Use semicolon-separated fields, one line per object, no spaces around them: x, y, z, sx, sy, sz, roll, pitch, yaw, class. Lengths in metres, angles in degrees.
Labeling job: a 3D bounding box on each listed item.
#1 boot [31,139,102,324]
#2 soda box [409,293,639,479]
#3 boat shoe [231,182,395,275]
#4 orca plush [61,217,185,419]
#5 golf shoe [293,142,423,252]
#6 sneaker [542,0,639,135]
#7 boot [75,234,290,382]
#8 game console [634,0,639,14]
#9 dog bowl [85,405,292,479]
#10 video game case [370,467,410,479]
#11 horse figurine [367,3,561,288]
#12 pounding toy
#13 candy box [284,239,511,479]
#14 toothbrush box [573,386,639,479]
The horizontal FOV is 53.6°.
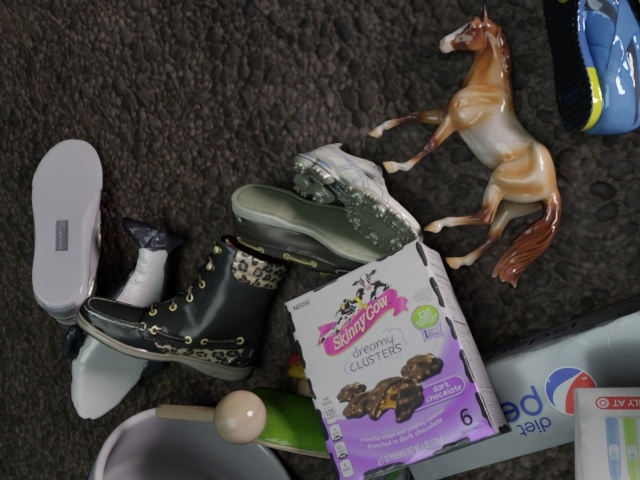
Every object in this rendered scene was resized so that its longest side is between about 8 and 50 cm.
-0.365;-0.008;0.917;0.095;0.123;0.258;5;67;-13;boot
0.213;0.157;0.655;0.286;0.091;0.098;-28;83;27;soda box
0.000;0.000;0.749;0.227;0.081;0.069;21;130;15;boat shoe
-0.291;0.102;0.894;0.102;0.151;0.287;34;118;52;orca plush
0.054;-0.057;0.705;0.176;0.086;0.069;38;145;21;golf shoe
0.267;-0.202;0.600;0.082;0.069;0.209;-4;85;-9;sneaker
-0.168;0.067;0.800;0.236;0.085;0.179;20;105;-12;boot
0.371;-0.276;0.467;0.173;0.250;0.293;-22;87;-9;game console
-0.159;0.336;0.769;0.265;0.265;0.104;39;115;16;dog bowl
0.059;0.294;0.714;0.015;0.166;0.119;35;113;-9;video game case
0.165;-0.083;0.651;0.174;0.066;0.263;-33;74;14;horse figurine
-0.040;0.177;0.732;0.183;0.237;0.110;-5;70;51;pounding toy
0.071;0.124;0.638;0.164;0.070;0.196;-28;66;20;candy box
0.335;0.244;0.512;0.206;0.122;0.283;-8;133;27;toothbrush box
